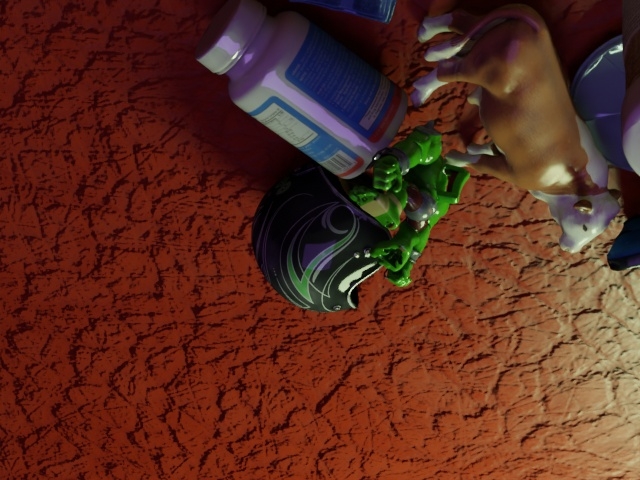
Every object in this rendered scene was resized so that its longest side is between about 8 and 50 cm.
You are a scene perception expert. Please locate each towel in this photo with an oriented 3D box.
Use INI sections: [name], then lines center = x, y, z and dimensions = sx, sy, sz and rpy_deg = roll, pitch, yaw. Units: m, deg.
[towel]
center = 0.026, -0.277, 1.808
dimensions = 0.119, 0.029, 0.067
rpy_deg = 15, 130, -2

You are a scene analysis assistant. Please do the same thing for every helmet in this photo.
[helmet]
center = 0.000, 0.000, 1.962
dimensions = 0.169, 0.169, 0.161
rpy_deg = 34, 111, -18

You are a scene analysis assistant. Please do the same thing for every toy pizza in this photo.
[toy pizza]
center = 0.375, -0.157, 1.845
dimensions = 0.201, 0.032, 0.201
rpy_deg = 5, 131, 5

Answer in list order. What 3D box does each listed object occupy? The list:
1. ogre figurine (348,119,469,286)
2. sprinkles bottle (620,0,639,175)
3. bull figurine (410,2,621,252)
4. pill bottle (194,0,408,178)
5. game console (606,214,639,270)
[ogre figurine]
center = 0.100, -0.046, 1.843
dimensions = 0.097, 0.118, 0.197
rpy_deg = 8, 139, 42
[sprinkles bottle]
center = 0.349, -0.196, 1.602
dimensions = 0.121, 0.355, 0.121
rpy_deg = 5, 130, 6
[bull figurine]
center = 0.216, -0.126, 1.834
dimensions = 0.188, 0.101, 0.310
rpy_deg = 0, 127, 32
[pill bottle]
center = -0.023, -0.175, 1.842
dimensions = 0.221, 0.124, 0.124
rpy_deg = 35, 127, -19
[game console]
center = 0.501, 0.029, 1.897
dimensions = 0.293, 0.250, 0.173
rpy_deg = -15, 99, 22
